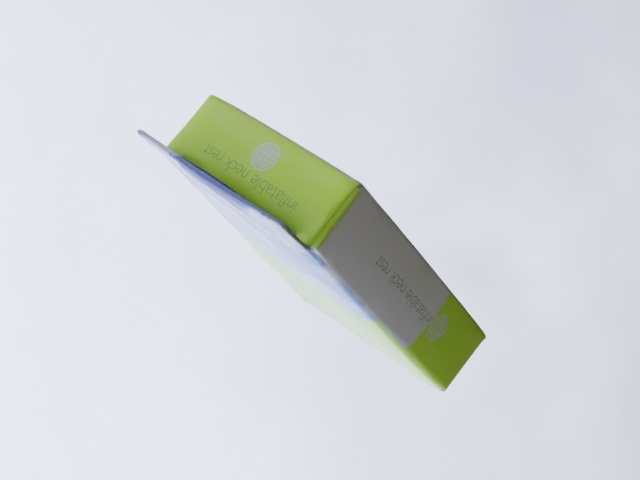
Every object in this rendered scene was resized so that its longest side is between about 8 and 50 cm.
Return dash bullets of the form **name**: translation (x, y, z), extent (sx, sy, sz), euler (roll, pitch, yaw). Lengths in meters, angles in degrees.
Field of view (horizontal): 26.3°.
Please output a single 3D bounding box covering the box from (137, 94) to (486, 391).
- **box**: translation (0.000, 0.000, 0.653), extent (0.042, 0.109, 0.178), euler (-52, -38, -8)
